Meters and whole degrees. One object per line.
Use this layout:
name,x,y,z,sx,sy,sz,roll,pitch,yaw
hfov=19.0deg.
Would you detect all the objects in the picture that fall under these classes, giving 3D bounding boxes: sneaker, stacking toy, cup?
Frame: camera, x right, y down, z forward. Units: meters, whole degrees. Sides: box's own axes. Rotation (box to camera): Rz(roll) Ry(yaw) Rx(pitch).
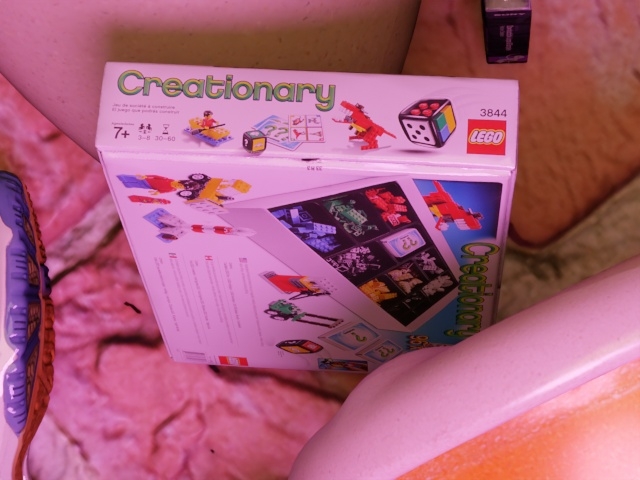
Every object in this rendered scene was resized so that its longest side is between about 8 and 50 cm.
sneaker,-0.225,0.104,1.107,0.131,0.112,0.296,2,84,4
stacking toy,0.225,0.240,0.935,0.351,0.350,0.479,-25,80,1
cup,-0.070,-0.169,1.045,0.331,0.331,0.237,-16,108,2

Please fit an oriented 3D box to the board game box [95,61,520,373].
board game box,0.000,0.000,1.006,0.193,0.305,0.053,3,68,3

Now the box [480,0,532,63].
box,0.102,-0.170,1.085,0.029,0.162,0.116,-4,85,3
